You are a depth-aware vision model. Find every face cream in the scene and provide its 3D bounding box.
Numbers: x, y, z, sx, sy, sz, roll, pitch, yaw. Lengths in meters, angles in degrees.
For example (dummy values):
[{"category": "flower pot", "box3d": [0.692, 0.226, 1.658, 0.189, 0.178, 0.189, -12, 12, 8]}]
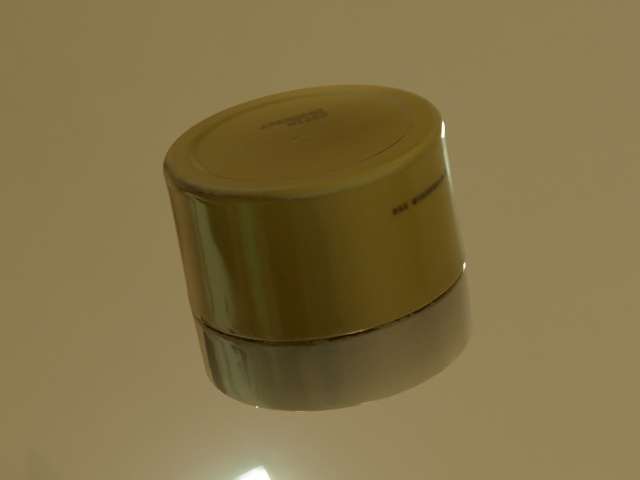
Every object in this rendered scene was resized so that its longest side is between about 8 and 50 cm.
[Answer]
[{"category": "face cream", "box3d": [0.000, 0.000, 1.427, 0.218, 0.218, 0.179, 16, -55, 44]}]
